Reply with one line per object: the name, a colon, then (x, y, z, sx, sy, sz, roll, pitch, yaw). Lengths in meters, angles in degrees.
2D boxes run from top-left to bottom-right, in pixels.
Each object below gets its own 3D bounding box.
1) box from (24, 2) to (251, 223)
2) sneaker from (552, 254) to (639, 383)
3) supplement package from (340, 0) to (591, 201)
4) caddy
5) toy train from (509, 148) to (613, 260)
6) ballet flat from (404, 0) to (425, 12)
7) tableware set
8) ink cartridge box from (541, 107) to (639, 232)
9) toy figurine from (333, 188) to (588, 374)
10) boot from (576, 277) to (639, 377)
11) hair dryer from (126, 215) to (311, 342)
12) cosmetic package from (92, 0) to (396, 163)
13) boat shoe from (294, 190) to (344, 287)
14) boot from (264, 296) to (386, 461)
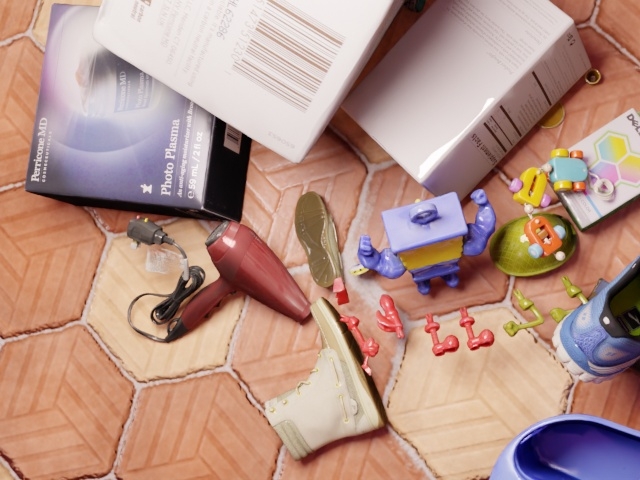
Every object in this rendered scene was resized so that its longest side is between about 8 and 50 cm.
box: (-0.268, -0.192, 1.569, 0.294, 0.183, 0.296, 6, 86, 15)
sneaker: (0.463, 0.070, 1.343, 0.330, 0.147, 0.130, -30, 75, -27)
supplement package: (0.207, -0.220, 1.445, 0.293, 0.175, 0.177, -46, 66, 7)
caddy: (0.394, 0.367, 1.362, 0.341, 0.179, 0.241, 17, 90, 14)
toy train: (0.320, -0.050, 1.404, 0.166, 0.046, 0.125, -39, 91, -24)
ballet flat: (0.154, -0.406, 1.563, 0.041, 0.041, 0.114, 22, 89, 14)
tableware set: (0.336, -0.220, 1.509, 0.154, 0.024, 0.104, -24, 80, 10)
ink cartridge box: (0.433, -0.113, 1.457, 0.209, 0.062, 0.109, -32, 78, 8)
toy figurine: (0.183, 0.021, 1.395, 0.362, 0.217, 0.191, -14, 56, 5)
boot: (0.456, 0.139, 1.419, 0.219, 0.082, 0.106, 25, 94, 16)
hair dryer: (-0.154, 0.066, 1.568, 0.293, 0.080, 0.224, 10, 127, 9)
cosmetic package: (-0.035, -0.388, 1.323, 0.327, 0.329, 0.394, 31, 49, -1)
boat shoe: (0.002, 0.000, 1.562, 0.056, 0.048, 0.153, -24, 73, 22)
boot: (-0.014, 0.207, 1.524, 0.165, 0.077, 0.213, -25, 85, 11)
